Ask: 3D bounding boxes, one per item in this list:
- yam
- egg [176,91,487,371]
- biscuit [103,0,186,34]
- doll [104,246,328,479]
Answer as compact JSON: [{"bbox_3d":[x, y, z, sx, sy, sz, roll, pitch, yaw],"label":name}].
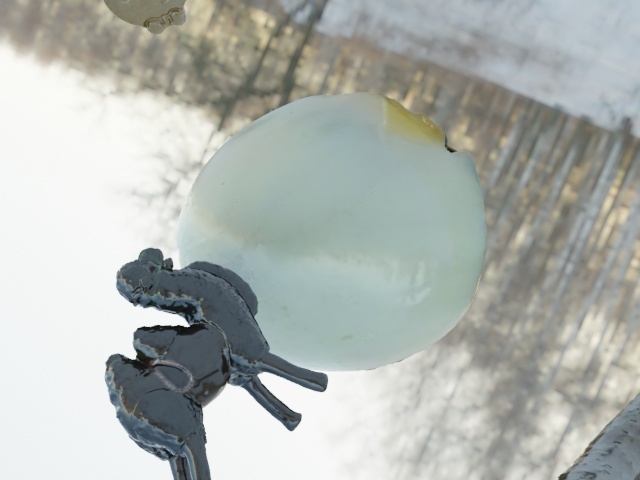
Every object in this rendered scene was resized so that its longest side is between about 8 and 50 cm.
[{"bbox_3d":[0.157,0.128,0.832,0.045,0.045,0.327,13,-158,26],"label":"yam"},{"bbox_3d":[-0.001,0.005,1.379,0.286,0.264,0.174,-2,-171,22],"label":"egg"},{"bbox_3d":[-0.211,-0.332,1.789,0.133,0.184,0.027,10,-150,-9],"label":"biscuit"},{"bbox_3d":[-0.086,0.084,1.022,0.165,0.139,0.057,46,157,4],"label":"doll"}]
